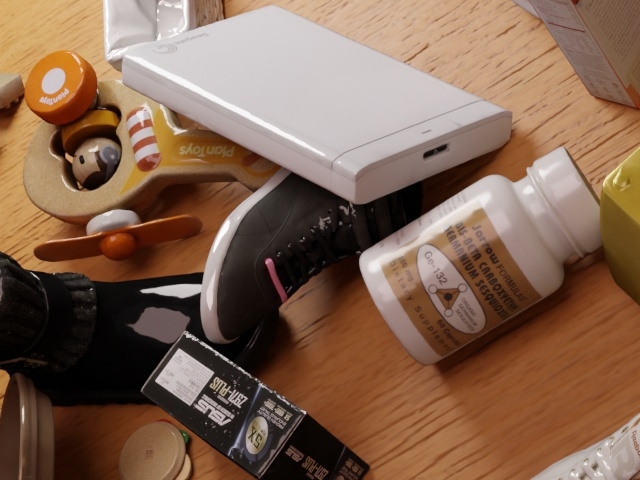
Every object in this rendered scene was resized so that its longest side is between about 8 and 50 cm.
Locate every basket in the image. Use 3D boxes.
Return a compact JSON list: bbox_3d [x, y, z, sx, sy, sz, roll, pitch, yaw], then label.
[{"bbox_3d":[-0.180,-0.263,2.159,0.113,0.103,0.167,-18,56,20],"label":"basket"}]

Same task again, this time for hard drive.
[{"bbox_3d":[-0.007,-0.151,1.951,0.233,0.047,0.353,-23,38,-39],"label":"hard drive"}]

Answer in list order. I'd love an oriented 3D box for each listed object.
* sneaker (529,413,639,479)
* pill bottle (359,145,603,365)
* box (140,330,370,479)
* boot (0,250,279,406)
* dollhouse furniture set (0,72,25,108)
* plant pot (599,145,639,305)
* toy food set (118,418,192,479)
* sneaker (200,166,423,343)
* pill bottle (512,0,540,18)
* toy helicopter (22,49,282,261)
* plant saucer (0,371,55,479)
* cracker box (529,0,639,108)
[{"bbox_3d":[0.261,0.205,1.639,0.290,0.123,0.106,-30,55,13],"label":"sneaker"},{"bbox_3d":[0.164,0.011,1.794,0.229,0.131,0.131,-32,53,10],"label":"pill bottle"},{"bbox_3d":[-0.064,0.185,1.814,0.180,0.147,0.077,31,81,37],"label":"box"},{"bbox_3d":[-0.245,0.073,1.904,0.348,0.260,0.131,-13,58,22],"label":"boot"},{"bbox_3d":[-0.451,-0.119,2.277,0.144,0.123,0.151,5,31,31],"label":"dollhouse furniture set"},{"bbox_3d":[0.371,-0.016,1.659,0.212,0.187,0.212,-42,51,2],"label":"plant pot"},{"bbox_3d":[-0.173,0.226,1.932,0.083,0.020,0.082,-23,55,17],"label":"toy food set"},{"bbox_3d":[0.000,-0.001,1.867,0.147,0.104,0.296,9,44,32],"label":"sneaker"},{"bbox_3d":[0.283,-0.367,1.928,0.153,0.153,0.264,35,84,38],"label":"pill bottle"},{"bbox_3d":[-0.179,-0.077,2.035,0.355,0.140,0.235,2,68,29],"label":"toy helicopter"},{"bbox_3d":[-0.304,0.272,1.864,0.041,0.278,0.278,6,59,-14],"label":"plant saucer"},{"bbox_3d":[0.285,-0.256,1.813,0.067,0.232,0.155,20,74,35],"label":"cracker box"}]
